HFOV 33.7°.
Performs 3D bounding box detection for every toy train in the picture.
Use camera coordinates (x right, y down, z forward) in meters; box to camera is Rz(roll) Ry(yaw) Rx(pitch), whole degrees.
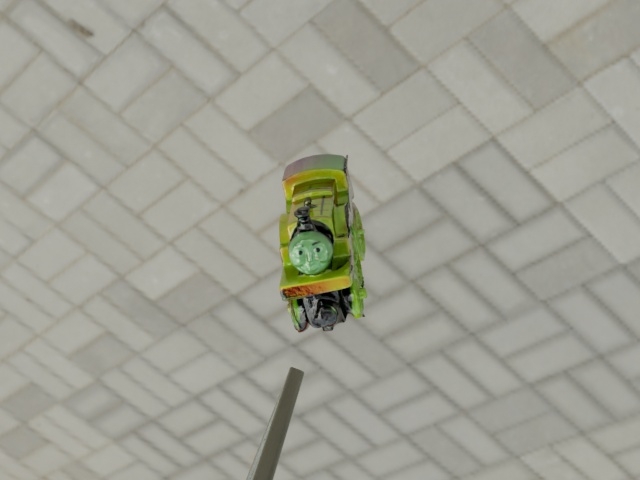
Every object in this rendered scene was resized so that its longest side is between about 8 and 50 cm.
[{"bbox_3d":[0.000,0.000,1.322,0.100,0.296,0.160,-11,112,7],"label":"toy train"}]

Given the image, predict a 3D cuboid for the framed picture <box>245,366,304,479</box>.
[{"bbox_3d":[-0.071,0.255,0.933,0.018,0.265,0.192,20,115,-1],"label":"framed picture"}]
